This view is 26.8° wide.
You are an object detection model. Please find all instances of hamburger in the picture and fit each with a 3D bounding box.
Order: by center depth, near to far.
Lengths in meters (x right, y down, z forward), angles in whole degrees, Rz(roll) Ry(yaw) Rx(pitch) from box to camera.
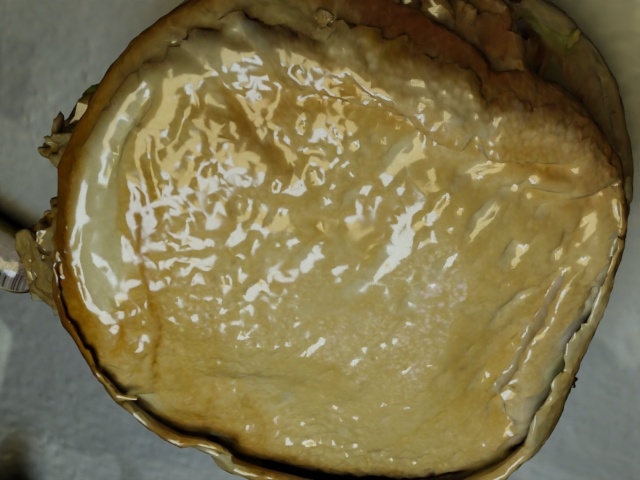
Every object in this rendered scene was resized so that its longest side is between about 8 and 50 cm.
[{"bbox_3d":[0.000,0.000,0.589,0.286,0.146,0.243,-24,107,14],"label":"hamburger"}]

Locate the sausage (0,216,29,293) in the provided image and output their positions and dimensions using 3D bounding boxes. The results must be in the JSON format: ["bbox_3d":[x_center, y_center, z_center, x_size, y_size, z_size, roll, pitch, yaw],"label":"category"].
[{"bbox_3d":[-0.249,-0.045,0.696,0.269,0.033,0.033,31,113,3],"label":"sausage"}]
